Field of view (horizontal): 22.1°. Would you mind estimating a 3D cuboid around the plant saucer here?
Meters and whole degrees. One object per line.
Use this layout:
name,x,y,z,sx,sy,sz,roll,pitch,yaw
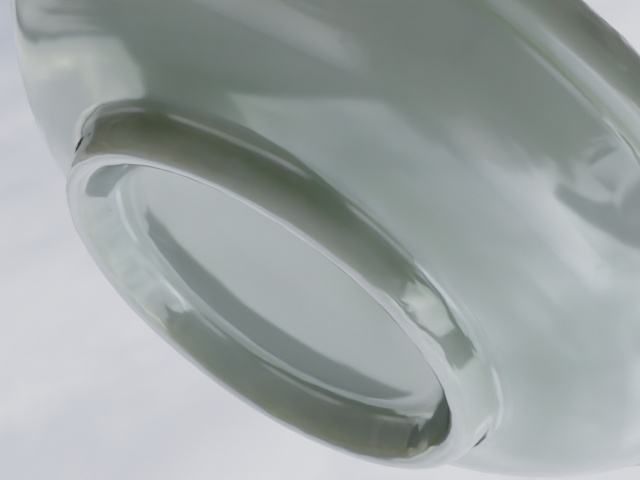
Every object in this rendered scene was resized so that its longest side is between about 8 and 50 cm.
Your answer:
plant saucer,0.000,0.000,0.730,0.400,0.400,0.100,1,-131,51
